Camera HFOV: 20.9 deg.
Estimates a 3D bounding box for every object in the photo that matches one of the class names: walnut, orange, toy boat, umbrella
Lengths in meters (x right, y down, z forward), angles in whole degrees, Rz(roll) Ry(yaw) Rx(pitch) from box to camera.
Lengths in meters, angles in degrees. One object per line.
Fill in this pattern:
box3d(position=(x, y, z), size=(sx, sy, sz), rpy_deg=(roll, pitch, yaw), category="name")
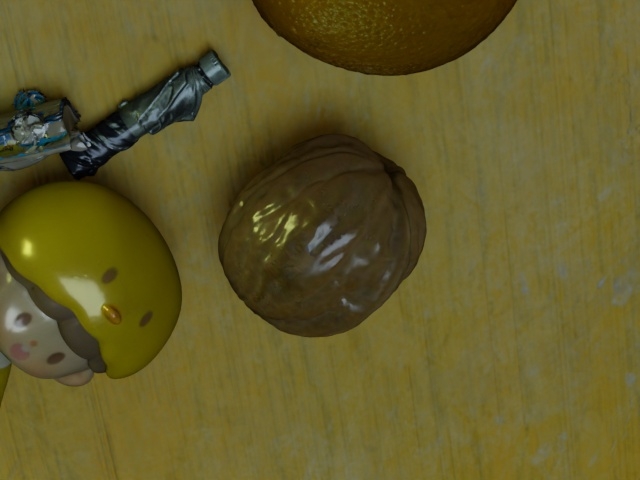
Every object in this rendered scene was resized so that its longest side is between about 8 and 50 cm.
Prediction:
box3d(position=(0.000, 0.000, 1.747), size=(0.213, 0.213, 0.213), rpy_deg=(-5, 117, -11), category="walnut")
box3d(position=(0.058, -0.280, 1.577), size=(0.274, 0.274, 0.274), rpy_deg=(-5, 117, -11), category="orange")
box3d(position=(-0.330, -0.091, 1.689), size=(0.210, 0.084, 0.066), rpy_deg=(-16, 114, 6), category="toy boat")
box3d(position=(-0.173, -0.123, 1.725), size=(0.188, 0.046, 0.050), rpy_deg=(-35, 137, 2), category="umbrella")

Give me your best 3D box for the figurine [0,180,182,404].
box3d(position=(-0.308, 0.075, 1.718), size=(0.344, 0.187, 0.215), rpy_deg=(-25, 128, 6), category="figurine")
